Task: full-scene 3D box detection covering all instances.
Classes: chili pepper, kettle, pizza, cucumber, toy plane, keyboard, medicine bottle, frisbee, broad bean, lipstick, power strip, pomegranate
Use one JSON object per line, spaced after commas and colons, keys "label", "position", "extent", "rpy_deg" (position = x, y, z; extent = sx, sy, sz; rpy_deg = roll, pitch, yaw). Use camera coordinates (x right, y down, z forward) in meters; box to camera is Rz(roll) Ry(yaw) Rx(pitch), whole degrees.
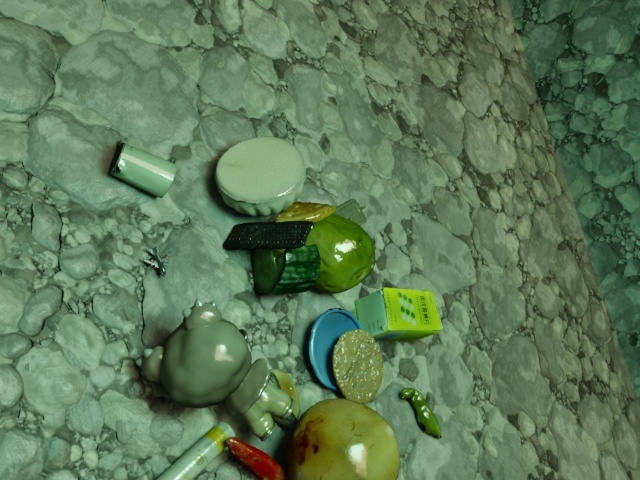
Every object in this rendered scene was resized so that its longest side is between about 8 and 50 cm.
{"label": "chili pepper", "position": [-0.147, 0.553, 1.563], "extent": [0.272, 0.071, 0.063], "rpy_deg": [49, 43, -26]}
{"label": "kettle", "position": [-0.456, -0.193, 1.638], "extent": [0.148, 0.098, 0.126], "rpy_deg": [25, 61, -26]}
{"label": "pizza", "position": [-0.054, -0.074, 1.806], "extent": [0.178, 0.131, 0.041], "rpy_deg": [-22, 119, -23]}
{"label": "cucumber", "position": [-0.103, 0.064, 1.774], "extent": [0.130, 0.191, 0.191], "rpy_deg": [3, 69, -40]}
{"label": "toy plane", "position": [-0.409, 0.054, 1.606], "extent": [0.079, 0.031, 0.083], "rpy_deg": [-13, 79, -43]}
{"label": "keyboard", "position": [-0.143, -0.015, 1.721], "extent": [0.016, 0.262, 0.106], "rpy_deg": [61, 40, -39]}
{"label": "medicine bottle", "position": [0.248, 0.240, 2.009], "extent": [0.250, 0.141, 0.137], "rpy_deg": [7, 62, -38]}
{"label": "frisbee", "position": [0.047, 0.318, 1.858], "extent": [0.242, 0.045, 0.242], "rpy_deg": [12, 72, -42]}
{"label": "broad bean", "position": [0.322, 0.541, 1.991], "extent": [0.213, 0.048, 0.070], "rpy_deg": [52, 43, -10]}
{"label": "lipstick", "position": [-0.305, 0.521, 1.459], "extent": [0.264, 0.059, 0.059], "rpy_deg": [-37, 96, -44]}
{"label": "power strip", "position": [0.071, -0.066, 2.068], "extent": [0.268, 0.034, 0.092], "rpy_deg": [-32, 92, -44]}
{"label": "pomegranate", "position": [0.066, 0.549, 1.607], "extent": [0.319, 0.319, 0.319], "rpy_deg": [18, 60, -34]}

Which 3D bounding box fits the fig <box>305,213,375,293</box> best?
{"label": "fig", "position": [0.002, 0.030, 1.888], "extent": [0.233, 0.314, 0.233], "rpy_deg": [-45, 143, -48]}

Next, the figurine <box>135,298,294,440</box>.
{"label": "figurine", "position": [-0.229, 0.326, 1.508], "extent": [0.380, 0.248, 0.203], "rpy_deg": [44, 7, -22]}

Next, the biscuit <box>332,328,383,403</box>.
{"label": "biscuit", "position": [0.110, 0.367, 1.858], "extent": [0.220, 0.033, 0.219], "rpy_deg": [14, 69, -42]}

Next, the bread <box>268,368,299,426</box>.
{"label": "bread", "position": [-0.104, 0.399, 1.669], "extent": [0.157, 0.083, 0.094], "rpy_deg": [58, 39, -17]}

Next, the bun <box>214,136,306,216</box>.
{"label": "bun", "position": [-0.166, -0.155, 1.825], "extent": [0.263, 0.175, 0.263], "rpy_deg": [-1, 53, 1]}
